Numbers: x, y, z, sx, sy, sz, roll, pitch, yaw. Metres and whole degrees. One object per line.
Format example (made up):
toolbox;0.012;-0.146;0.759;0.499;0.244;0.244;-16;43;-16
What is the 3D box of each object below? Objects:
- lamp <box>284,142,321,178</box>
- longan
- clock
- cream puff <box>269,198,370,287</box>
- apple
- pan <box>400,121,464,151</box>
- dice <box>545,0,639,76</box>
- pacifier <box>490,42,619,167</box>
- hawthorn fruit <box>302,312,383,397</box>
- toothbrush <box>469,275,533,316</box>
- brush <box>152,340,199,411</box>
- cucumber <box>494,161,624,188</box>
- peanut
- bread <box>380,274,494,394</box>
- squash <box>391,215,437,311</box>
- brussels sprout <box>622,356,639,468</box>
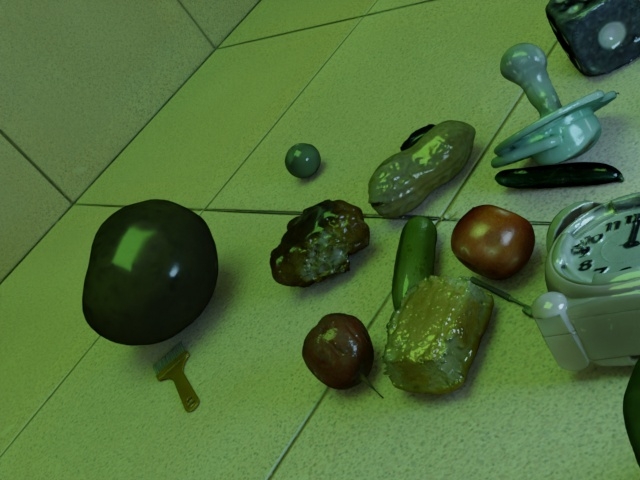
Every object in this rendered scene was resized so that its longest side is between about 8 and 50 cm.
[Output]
lamp;-0.051;-0.232;2.385;0.105;0.105;0.105;-27;32;19
longan;-0.446;0.081;2.159;0.405;0.336;0.404;-20;47;23
clock;0.524;0.039;1.346;0.342;0.184;0.325;-9;37;32
cream puff;0.000;0.000;1.971;0.269;0.155;0.241;-15;37;38
apple;0.338;0.000;1.610;0.139;0.163;0.163;-54;32;-4
pan;0.296;-0.264;2.116;0.212;0.040;0.114;-12;38;49
dice;0.649;-0.509;1.928;0.182;0.182;0.183;-29;33;13
pacifier;0.454;-0.281;1.720;0.288;0.269;0.343;-31;-9;27
hawthorn fruit;0.041;0.226;1.636;0.149;0.149;0.189;-39;26;-1
toothbrush;0.352;0.106;1.591;0.017;0.014;0.194;-43;31;-7
brush;-0.345;0.342;2.021;0.103;0.013;0.272;-42;31;-4
cucumber;0.495;-0.137;1.726;0.284;0.056;0.056;1;49;41
peanut;0.243;-0.176;1.971;0.313;0.149;0.149;-39;30;-1
bread;0.219;0.171;1.542;0.174;0.121;0.245;-1;42;35
squash;0.198;0.062;1.740;0.095;0.094;0.340;-19;35;30
brussels sprout;0.560;0.198;0.991;0.371;0.276;0.314;-26;36;19
